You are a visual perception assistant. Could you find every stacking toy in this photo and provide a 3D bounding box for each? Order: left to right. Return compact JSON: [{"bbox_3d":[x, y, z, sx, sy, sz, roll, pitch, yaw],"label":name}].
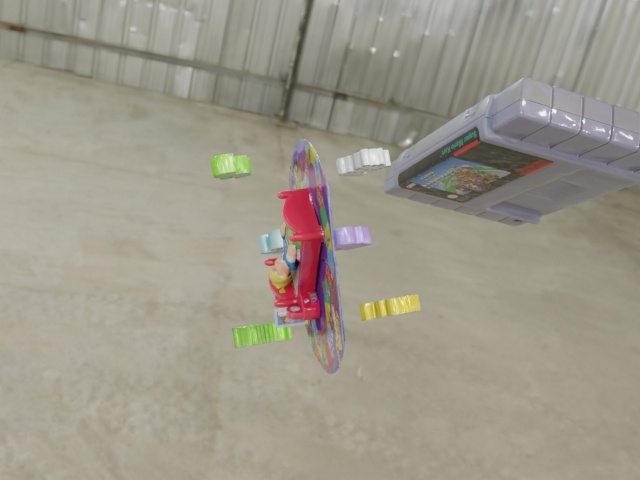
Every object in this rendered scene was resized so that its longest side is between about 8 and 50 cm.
[{"bbox_3d":[0.000,0.000,0.731,0.221,0.167,0.052,-5,-7,-45],"label":"stacking toy"}]

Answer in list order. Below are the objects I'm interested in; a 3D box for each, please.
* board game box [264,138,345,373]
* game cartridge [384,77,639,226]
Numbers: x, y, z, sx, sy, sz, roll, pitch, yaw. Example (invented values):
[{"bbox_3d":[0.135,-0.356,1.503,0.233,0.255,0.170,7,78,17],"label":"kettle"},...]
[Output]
[{"bbox_3d":[-0.019,0.014,0.564,0.033,0.169,0.133,-7,5,-12],"label":"board game box"},{"bbox_3d":[0.243,-0.090,0.982,0.230,0.068,0.355,8,-12,-17],"label":"game cartridge"}]
